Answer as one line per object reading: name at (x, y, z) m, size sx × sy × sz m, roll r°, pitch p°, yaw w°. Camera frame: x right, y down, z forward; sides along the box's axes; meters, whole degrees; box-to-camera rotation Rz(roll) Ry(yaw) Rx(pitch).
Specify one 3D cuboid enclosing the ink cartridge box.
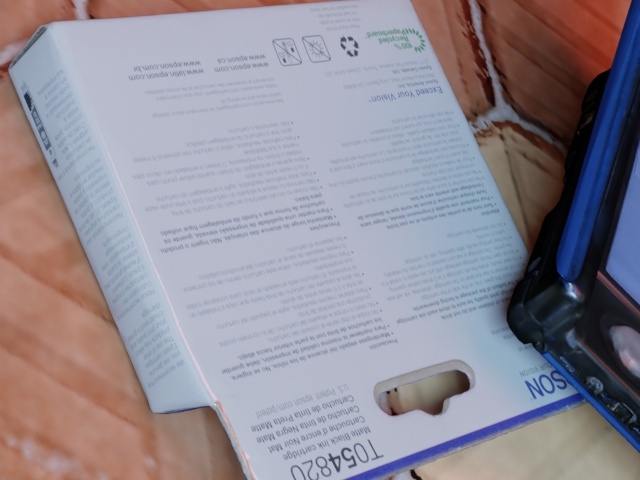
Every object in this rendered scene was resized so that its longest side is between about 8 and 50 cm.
ink cartridge box at (0.000, 0.000, 0.713) m, size 0.223 × 0.045 × 0.224 m, roll -11°, pitch 71°, yaw -43°

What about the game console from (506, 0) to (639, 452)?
game console at (0.201, -0.042, 0.771) m, size 0.250 × 0.173 × 0.293 m, roll 44°, pitch 31°, yaw -7°
